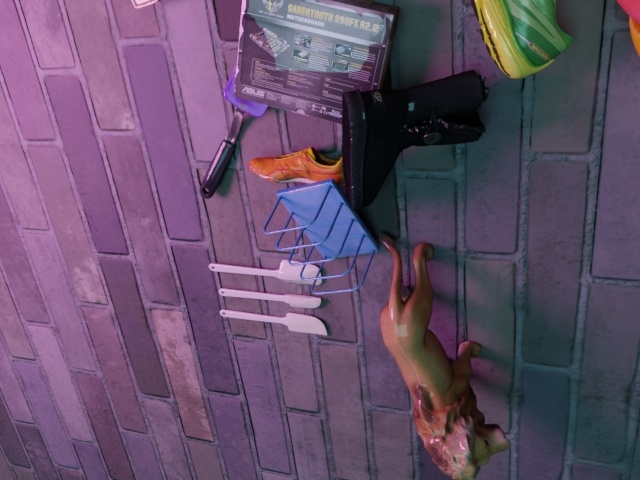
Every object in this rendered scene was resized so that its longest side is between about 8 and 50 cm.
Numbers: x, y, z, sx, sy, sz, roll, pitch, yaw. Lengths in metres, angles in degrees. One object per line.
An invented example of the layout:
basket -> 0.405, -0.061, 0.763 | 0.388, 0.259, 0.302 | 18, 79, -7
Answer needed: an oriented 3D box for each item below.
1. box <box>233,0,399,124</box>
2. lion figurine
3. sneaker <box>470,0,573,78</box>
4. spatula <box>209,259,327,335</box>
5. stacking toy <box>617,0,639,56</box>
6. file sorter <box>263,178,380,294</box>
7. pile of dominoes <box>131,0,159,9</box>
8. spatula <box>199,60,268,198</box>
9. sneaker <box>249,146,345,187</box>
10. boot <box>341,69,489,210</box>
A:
box -> -0.012, -0.286, 0.980 | 0.230, 0.056, 0.183 | 15, 122, 7
lion figurine -> 0.176, 0.195, 1.075 | 0.142, 0.240, 0.392 | -27, 104, 32
sneaker -> 0.248, -0.365, 0.827 | 0.123, 0.109, 0.296 | -20, 108, 6
spatula -> -0.106, 0.108, 1.282 | 0.241, 0.019, 0.168 | 6, 125, 21
stacking toy -> 0.457, -0.285, 0.704 | 0.350, 0.351, 0.480 | -5, 135, 25
file sorter -> 0.000, 0.000, 1.085 | 0.118, 0.105, 0.170 | -8, 133, 36
pile of dominoes -> -0.236, -0.478, 0.969 | 0.251, 0.040, 0.196 | -5, 116, 32
spatula -> -0.155, -0.188, 1.123 | 0.084, 0.030, 0.297 | 31, 125, 1
sneaker -> -0.037, -0.131, 1.093 | 0.175, 0.064, 0.068 | 5, 116, 8
boot -> 0.138, -0.143, 0.966 | 0.207, 0.094, 0.247 | -8, 146, -4
